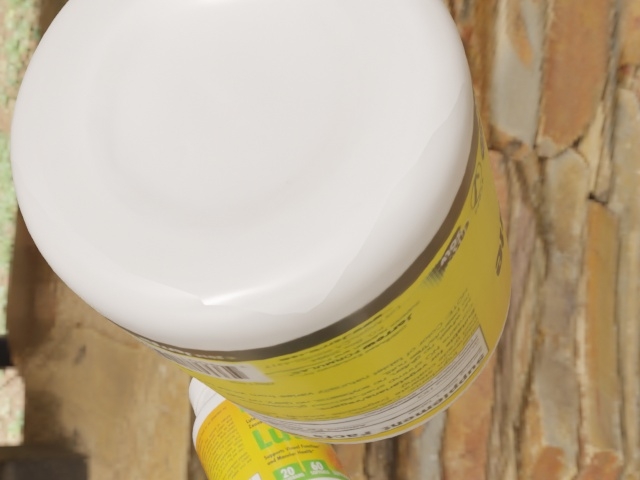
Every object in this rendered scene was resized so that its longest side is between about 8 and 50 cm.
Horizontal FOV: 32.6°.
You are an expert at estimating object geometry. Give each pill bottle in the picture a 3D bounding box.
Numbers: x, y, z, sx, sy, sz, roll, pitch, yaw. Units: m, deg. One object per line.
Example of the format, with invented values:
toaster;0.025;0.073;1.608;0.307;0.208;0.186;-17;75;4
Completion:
pill bottle;0.000;0.000;0.564;0.188;0.334;0.187;-4;70;12
pill bottle;-0.061;0.237;1.211;0.245;0.136;0.136;55;130;47
